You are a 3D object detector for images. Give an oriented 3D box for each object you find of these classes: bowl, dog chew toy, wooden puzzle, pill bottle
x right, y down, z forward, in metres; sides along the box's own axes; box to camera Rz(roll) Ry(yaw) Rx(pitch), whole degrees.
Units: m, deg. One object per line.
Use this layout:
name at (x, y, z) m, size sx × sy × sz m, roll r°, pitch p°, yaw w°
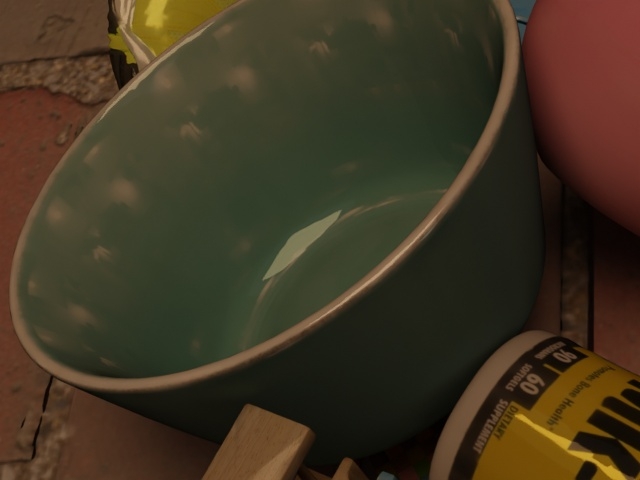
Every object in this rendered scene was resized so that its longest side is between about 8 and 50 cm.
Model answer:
bowl at (0.000, 0.000, 0.739) m, size 0.311 × 0.163 × 0.311 m, roll -23°, pitch 39°, yaw 20°
dog chew toy at (0.251, -0.154, 0.697) m, size 0.206 × 0.207 × 0.332 m, roll 46°, pitch 114°, yaw 36°
wooden puzzle at (0.055, 0.125, 0.762) m, size 0.083 × 0.006 × 0.049 m, roll -30°, pitch 53°, yaw -1°
pill bottle at (0.167, 0.138, 0.644) m, size 0.208 × 0.119 × 0.119 m, roll 27°, pitch 70°, yaw 32°

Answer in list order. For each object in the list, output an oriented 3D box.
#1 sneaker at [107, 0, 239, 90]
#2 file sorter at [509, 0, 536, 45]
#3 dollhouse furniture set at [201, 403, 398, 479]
sneaker at (-0.016, -0.228, 0.937) m, size 0.147 × 0.145 × 0.384 m, roll 16°, pitch 66°, yaw 28°
file sorter at (0.113, -0.174, 0.878) m, size 0.118 × 0.104 × 0.170 m, roll 3°, pitch 60°, yaw 22°
dollhouse furniture set at (0.019, 0.190, 0.617) m, size 0.129 × 0.183 × 0.129 m, roll 16°, pitch 66°, yaw 33°
